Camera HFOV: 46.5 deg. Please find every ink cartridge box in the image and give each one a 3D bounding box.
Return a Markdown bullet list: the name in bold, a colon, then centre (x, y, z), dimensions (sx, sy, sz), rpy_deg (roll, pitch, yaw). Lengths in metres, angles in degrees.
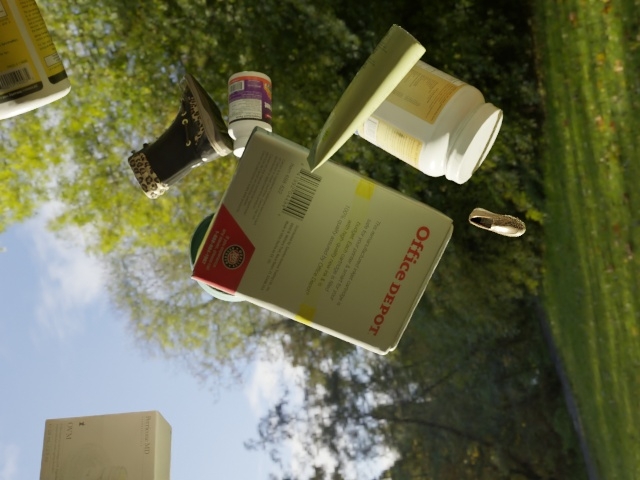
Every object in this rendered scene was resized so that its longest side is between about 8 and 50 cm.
- **ink cartridge box**: centre (0.000, 0.000, 1.351), dimensions (0.160, 0.385, 0.279), rpy_deg (-112, 47, -77)

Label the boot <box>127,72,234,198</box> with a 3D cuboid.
- **boot**: centre (-0.419, -0.304, 2.148), dimensions (0.138, 0.284, 0.377), rpy_deg (47, -169, -49)

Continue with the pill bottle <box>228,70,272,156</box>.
- **pill bottle**: centre (-0.174, -0.307, 1.834), dimensions (0.108, 0.108, 0.193), rpy_deg (44, -136, -73)

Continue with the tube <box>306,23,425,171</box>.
- **tube**: centre (0.055, -0.204, 1.095), dimensions (0.062, 0.240, 0.070), rpy_deg (45, -166, 25)

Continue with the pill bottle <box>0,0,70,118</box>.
- **pill bottle**: centre (-0.622, -0.410, 1.403), dimensions (0.188, 0.188, 0.333), rpy_deg (-79, -26, -65)

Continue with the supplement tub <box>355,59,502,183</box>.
- **supplement tub**: centre (0.244, -0.292, 1.763), dimensions (0.228, 0.316, 0.228), rpy_deg (-47, -23, -26)

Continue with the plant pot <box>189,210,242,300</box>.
- **plant pot**: centre (-0.276, 0.070, 2.354), dimensions (0.196, 0.293, 0.293), rpy_deg (122, 144, -62)

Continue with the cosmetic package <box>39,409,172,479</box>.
- **cosmetic package**: centre (-0.413, 0.463, 1.446), dimensions (0.138, 0.225, 0.224), rpy_deg (88, 177, -61)

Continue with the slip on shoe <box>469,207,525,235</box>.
- **slip on shoe**: centre (0.424, -0.041, 1.794), dimensions (0.041, 0.135, 0.051), rpy_deg (-34, -39, -49)
